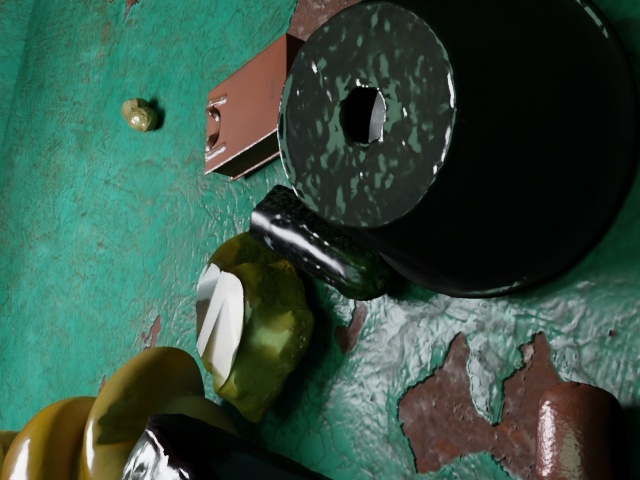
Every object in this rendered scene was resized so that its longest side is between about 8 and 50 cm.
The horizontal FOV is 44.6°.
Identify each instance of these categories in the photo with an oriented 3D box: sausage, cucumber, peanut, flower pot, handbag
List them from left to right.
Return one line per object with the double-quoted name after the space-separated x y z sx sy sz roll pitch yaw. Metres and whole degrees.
-0.318 -0.221 1.377 0.113 0.054 0.053 41 114 50 "peanut"
-0.082 -0.163 0.998 0.190 0.063 0.127 -22 62 49 "handbag"
-0.001 0.001 0.814 0.241 0.074 0.074 30 105 53 "cucumber"
0.080 -0.085 0.583 0.269 0.166 0.268 -1 89 40 "flower pot"
0.172 0.141 0.518 0.054 0.059 0.094 -8 69 32 "sausage"

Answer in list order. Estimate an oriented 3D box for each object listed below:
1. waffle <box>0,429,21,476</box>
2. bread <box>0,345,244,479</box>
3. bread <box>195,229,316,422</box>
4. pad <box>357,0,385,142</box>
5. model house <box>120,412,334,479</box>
-0.322 0.355 1.017 0.055 0.248 0.221 -51 43 35 "waffle"
-0.168 0.328 0.858 0.245 0.329 0.424 -30 41 -4 "bread"
-0.087 0.085 0.902 0.233 0.088 0.160 53 126 51 "bread"
0.073 -0.129 0.727 0.174 0.022 0.233 20 103 50 "pad"
-0.035 0.343 0.484 0.360 0.297 0.339 20 81 55 "model house"
